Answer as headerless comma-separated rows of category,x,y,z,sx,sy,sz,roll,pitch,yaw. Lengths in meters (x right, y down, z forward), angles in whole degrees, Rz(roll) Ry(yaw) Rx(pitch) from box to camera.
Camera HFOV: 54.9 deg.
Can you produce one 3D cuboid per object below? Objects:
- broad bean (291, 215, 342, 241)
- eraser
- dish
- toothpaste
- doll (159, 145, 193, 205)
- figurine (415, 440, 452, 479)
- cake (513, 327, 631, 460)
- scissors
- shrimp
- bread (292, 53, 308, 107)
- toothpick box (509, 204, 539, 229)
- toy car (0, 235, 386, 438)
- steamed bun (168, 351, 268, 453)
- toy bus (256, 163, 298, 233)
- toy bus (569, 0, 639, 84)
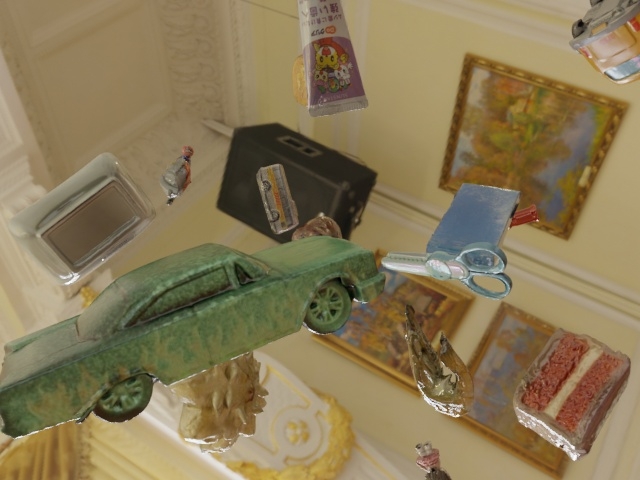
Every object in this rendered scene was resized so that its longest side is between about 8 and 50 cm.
broad bean,0.000,0.000,1.460,0.165,0.085,0.114,-18,-59,-58
eraser,0.345,-0.037,1.368,0.312,0.144,0.042,-50,-36,-50
dish,-0.385,-0.029,1.029,0.212,0.077,0.151,-41,-60,-18
toothpaste,0.008,-0.382,1.125,0.073,0.114,0.299,-71,-29,-77
doll,-0.315,-0.148,1.366,0.104,0.062,0.194,-42,24,25
figurine,0.257,0.534,1.428,0.072,0.129,0.054,-25,-1,10
cake,0.716,0.432,1.759,0.309,0.237,0.230,-51,-32,-14
scissors,0.230,0.049,1.161,0.030,0.256,0.125,-52,-48,-36
shrimp,0.236,0.252,1.243,0.059,0.145,0.254,-28,-70,-36
bread,-0.010,-0.555,2.126,0.120,0.236,0.198,-10,-70,-28
toothpick box,0.519,-0.060,1.598,0.047,0.083,0.047,-17,-90,-78
toy car,-0.108,0.061,0.531,0.321,0.141,0.097,-20,-76,-21
steamed bun,-0.203,0.307,1.335,0.292,0.137,0.295,42,-134,-58
toy bus,-0.106,-0.105,1.553,0.057,0.072,0.171,-12,-95,-81
toy bus,0.497,-0.342,0.965,0.209,0.136,0.126,-53,15,-31
